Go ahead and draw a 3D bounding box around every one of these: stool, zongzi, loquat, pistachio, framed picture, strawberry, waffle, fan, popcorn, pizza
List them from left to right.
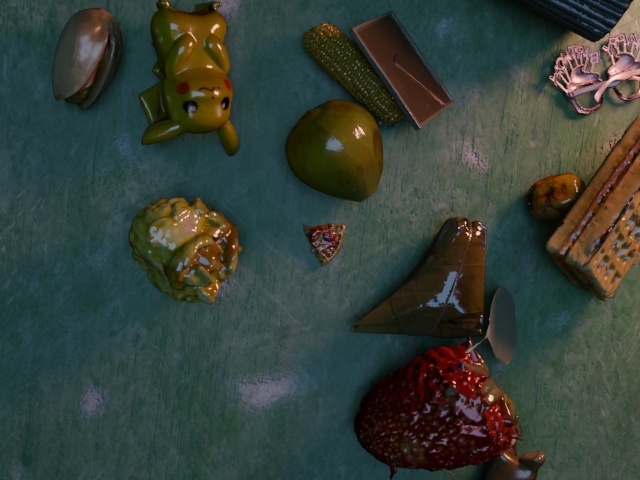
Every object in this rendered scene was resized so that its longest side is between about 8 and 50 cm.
[{"bbox_3d":[-0.500,-0.391,1.617,0.144,0.144,0.215,26,97,-6],"label":"pistachio"},{"bbox_3d":[-0.279,0.016,1.606,0.259,0.259,0.212,45,64,-6],"label":"popcorn"},{"bbox_3d":[0.011,0.011,1.729,0.100,0.029,0.099,-1,94,-4],"label":"pizza"},{"bbox_3d":[0.184,-0.380,1.664,0.023,0.189,0.260,-31,97,42],"label":"framed picture"},{"bbox_3d":[0.219,0.081,1.694,0.300,0.145,0.274,2,91,-4],"label":"zongzi"},{"bbox_3d":[0.249,0.396,1.647,0.343,0.292,0.292,-35,95,4],"label":"strawberry"},{"bbox_3d":[0.377,0.203,1.662,0.010,0.310,0.182,-4,95,33],"label":"fan"},{"bbox_3d":[0.538,-0.097,1.721,0.137,0.137,0.113,-24,121,-3],"label":"loquat"},{"bbox_3d":[0.507,-0.624,1.612,0.330,0.297,0.297,22,91,-2],"label":"stool"},{"bbox_3d":[0.675,-0.065,1.679,0.376,0.114,0.261,-54,138,-2],"label":"waffle"}]

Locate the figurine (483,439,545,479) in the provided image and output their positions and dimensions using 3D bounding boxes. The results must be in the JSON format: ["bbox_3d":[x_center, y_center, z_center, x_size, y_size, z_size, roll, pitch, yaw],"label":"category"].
[{"bbox_3d":[0.389,0.574,1.717,0.173,0.177,0.247,3,105,-23],"label":"figurine"}]

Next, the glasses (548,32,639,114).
[{"bbox_3d":[0.652,-0.391,1.731,0.255,0.095,0.162,-17,86,-6],"label":"glasses"}]

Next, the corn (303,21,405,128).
[{"bbox_3d":[0.084,-0.373,1.685,0.293,0.106,0.106,42,89,-3],"label":"corn"}]

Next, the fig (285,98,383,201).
[{"bbox_3d":[0.044,-0.196,1.640,0.230,0.207,0.207,21,91,-29],"label":"fig"}]

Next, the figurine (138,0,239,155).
[{"bbox_3d":[-0.284,-0.346,1.615,0.218,0.169,0.327,-8,87,-27],"label":"figurine"}]
